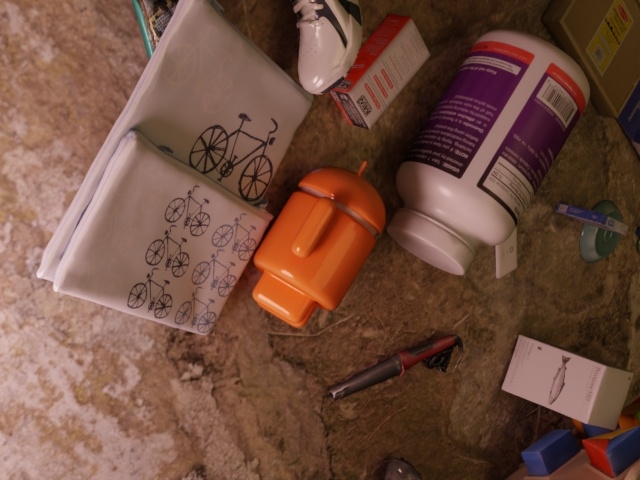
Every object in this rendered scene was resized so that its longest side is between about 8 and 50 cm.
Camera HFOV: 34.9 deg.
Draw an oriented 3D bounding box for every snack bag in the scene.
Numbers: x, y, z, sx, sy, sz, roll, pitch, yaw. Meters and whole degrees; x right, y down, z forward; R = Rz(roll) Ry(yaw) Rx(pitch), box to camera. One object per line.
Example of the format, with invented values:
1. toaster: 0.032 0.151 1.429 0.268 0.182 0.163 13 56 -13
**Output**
1. snack bag: -0.133 -0.070 1.134 0.342 0.037 0.323 -63 152 -3

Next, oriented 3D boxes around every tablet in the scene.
1. tablet: 0.306 0.017 1.670 0.054 0.006 0.083 -26 123 -35

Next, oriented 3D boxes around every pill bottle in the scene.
1. pill bottle: 0.225 -0.120 1.415 0.181 0.181 0.323 41 78 -44

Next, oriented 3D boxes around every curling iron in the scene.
1. curling iron: 0.123 0.199 1.546 0.274 0.035 0.068 -13 115 -40

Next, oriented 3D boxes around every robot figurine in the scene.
1. robot figurine: 0.000 0.000 1.289 0.158 0.128 0.219 39 79 -42

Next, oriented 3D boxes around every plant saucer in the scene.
1. plant saucer: 0.514 -0.013 1.844 0.119 0.021 0.119 -18 118 -37

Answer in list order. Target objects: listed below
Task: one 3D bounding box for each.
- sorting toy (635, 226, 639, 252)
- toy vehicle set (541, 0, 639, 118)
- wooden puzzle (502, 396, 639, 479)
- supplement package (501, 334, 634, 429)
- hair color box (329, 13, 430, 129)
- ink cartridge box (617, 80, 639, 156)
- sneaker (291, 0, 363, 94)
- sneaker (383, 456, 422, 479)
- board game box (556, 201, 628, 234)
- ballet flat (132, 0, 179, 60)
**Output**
1. sorting toy: 0.638 -0.016 1.945 0.061 0.042 0.102 -15 116 -39
2. toy vehicle set: 0.463 -0.341 1.657 0.267 0.035 0.166 42 76 -44
3. wooden puzzle: 0.499 0.350 1.799 0.322 0.348 0.080 -25 89 -35
4. supplement package: 0.421 0.240 1.738 0.105 0.179 0.105 19 89 -45
5. hair color box: 0.078 -0.222 1.333 0.141 0.043 0.072 -51 133 -18
6. ink cartridge box: 0.695 -0.253 1.891 0.303 0.072 0.307 -57 137 -10
7. sneaker: -0.024 -0.296 1.170 0.153 0.094 0.235 11 96 -42
8. sneaker: 0.115 0.457 1.610 0.106 0.078 0.234 -23 123 -38
9. board game box: 0.464 -0.038 1.737 0.090 0.090 0.020 18 92 -46
10. ballet flat: -0.155 -0.182 1.105 0.070 0.070 0.188 -27 125 -33
